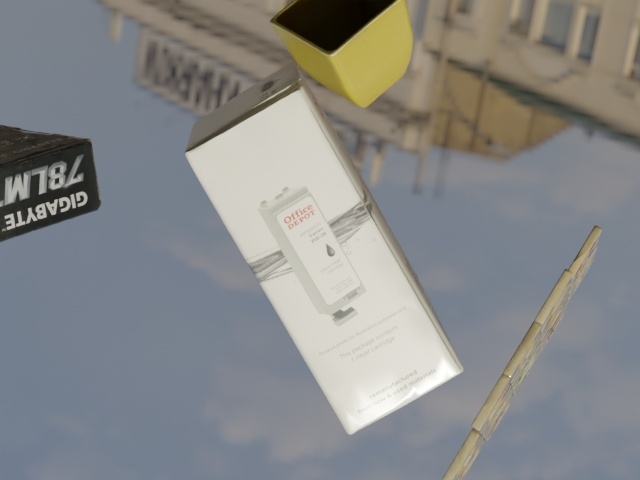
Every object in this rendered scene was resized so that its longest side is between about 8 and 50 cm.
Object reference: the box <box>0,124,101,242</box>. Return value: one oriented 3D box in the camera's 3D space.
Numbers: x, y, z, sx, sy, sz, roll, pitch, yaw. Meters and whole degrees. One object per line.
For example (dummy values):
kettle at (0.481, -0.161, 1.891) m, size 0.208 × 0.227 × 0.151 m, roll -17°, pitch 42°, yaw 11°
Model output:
box at (-0.394, -0.036, 1.569) m, size 0.293 × 0.073 × 0.295 m, roll 8°, pitch -158°, yaw 43°

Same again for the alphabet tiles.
alphabet tiles at (0.205, 0.124, 1.836) m, size 0.011 × 0.285 × 0.342 m, roll 31°, pitch 177°, yaw 10°

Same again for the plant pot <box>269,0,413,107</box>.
plant pot at (0.025, -0.154, 1.441) m, size 0.081 × 0.083 × 0.081 m, roll -40°, pitch -134°, yaw -16°

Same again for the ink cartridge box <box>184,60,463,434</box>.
ink cartridge box at (0.000, 0.000, 1.588) m, size 0.117 × 0.283 × 0.207 m, roll -29°, pitch -170°, yaw 3°
